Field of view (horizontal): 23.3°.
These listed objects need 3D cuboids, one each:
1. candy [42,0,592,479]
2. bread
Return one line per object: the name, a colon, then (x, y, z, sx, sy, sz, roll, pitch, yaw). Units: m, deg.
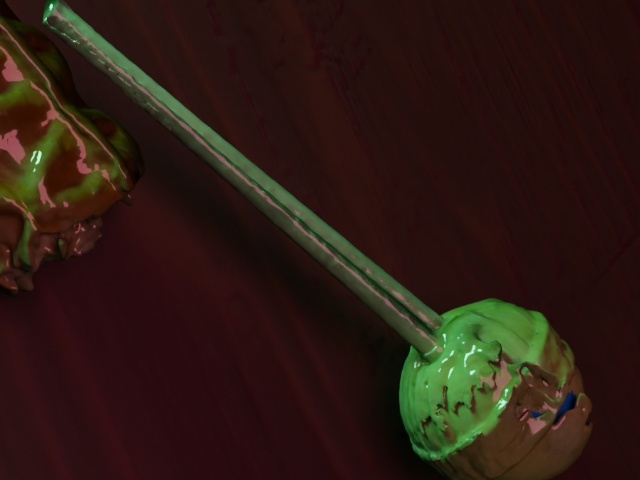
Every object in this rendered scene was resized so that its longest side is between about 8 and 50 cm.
candy: (0.000, 0.000, 0.736, 0.335, 0.092, 0.093, 42, 87, -13)
bread: (-0.184, -0.101, 0.666, 0.098, 0.087, 0.269, -43, 99, -30)
